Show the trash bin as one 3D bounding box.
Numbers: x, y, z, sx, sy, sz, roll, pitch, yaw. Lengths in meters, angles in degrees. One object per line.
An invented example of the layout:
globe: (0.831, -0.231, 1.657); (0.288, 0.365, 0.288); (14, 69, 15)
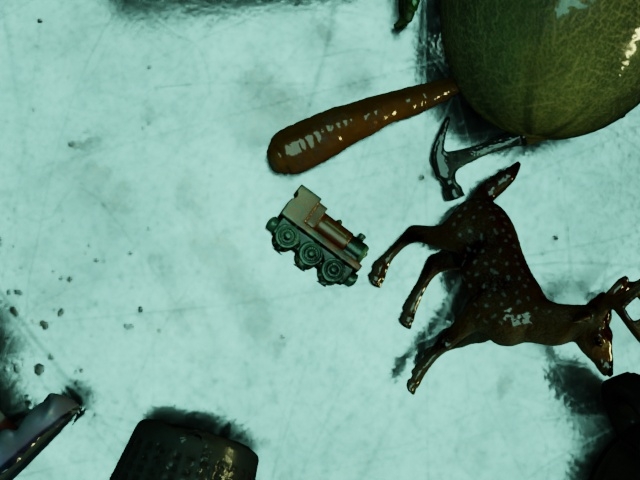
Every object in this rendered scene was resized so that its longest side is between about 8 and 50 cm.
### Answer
trash bin: (-0.137, 0.254, 1.606); (0.175, 0.175, 0.161); (17, 76, -2)

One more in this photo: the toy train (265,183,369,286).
toy train: (0.000, 0.000, 1.669); (0.103, 0.044, 0.064); (37, 77, -1)

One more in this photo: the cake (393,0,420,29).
cake: (0.120, -0.322, 1.648); (0.099, 0.100, 0.235); (1, 88, -2)

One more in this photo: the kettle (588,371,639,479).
kettle: (0.361, 0.242, 1.563); (0.207, 0.271, 0.251); (0, 90, -2)

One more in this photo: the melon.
melon: (0.230, -0.238, 1.586); (0.237, 0.237, 0.302); (17, 89, -2)

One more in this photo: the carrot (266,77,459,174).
carrot: (0.047, -0.118, 1.674); (0.216, 0.048, 0.048); (-23, 90, -8)

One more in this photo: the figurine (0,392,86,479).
figurine: (-0.433, 0.095, 1.560); (0.388, 0.248, 0.276); (47, 112, 2)

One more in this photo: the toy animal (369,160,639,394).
toy animal: (0.181, 0.044, 1.597); (0.260, 0.087, 0.243); (-33, 64, 20)

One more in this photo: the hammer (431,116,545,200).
hammer: (0.202, -0.107, 1.688); (0.201, 0.021, 0.078); (-20, 90, -3)
